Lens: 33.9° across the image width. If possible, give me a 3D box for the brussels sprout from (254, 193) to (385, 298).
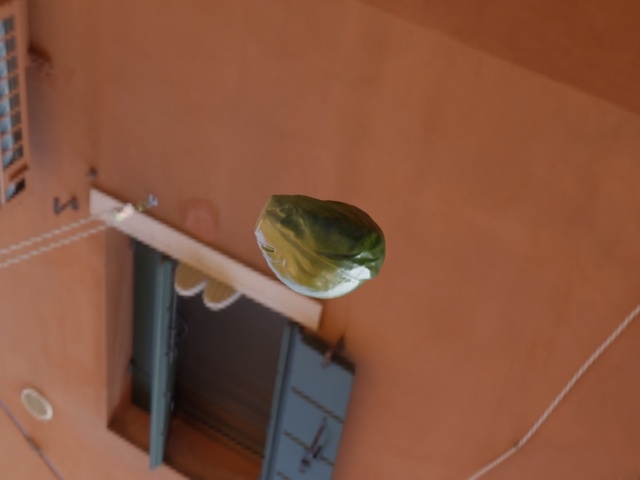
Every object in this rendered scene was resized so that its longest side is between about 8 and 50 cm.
[{"bbox_3d":[0.002,0.006,1.446,0.183,0.131,0.145,6,-136,-23],"label":"brussels sprout"}]
